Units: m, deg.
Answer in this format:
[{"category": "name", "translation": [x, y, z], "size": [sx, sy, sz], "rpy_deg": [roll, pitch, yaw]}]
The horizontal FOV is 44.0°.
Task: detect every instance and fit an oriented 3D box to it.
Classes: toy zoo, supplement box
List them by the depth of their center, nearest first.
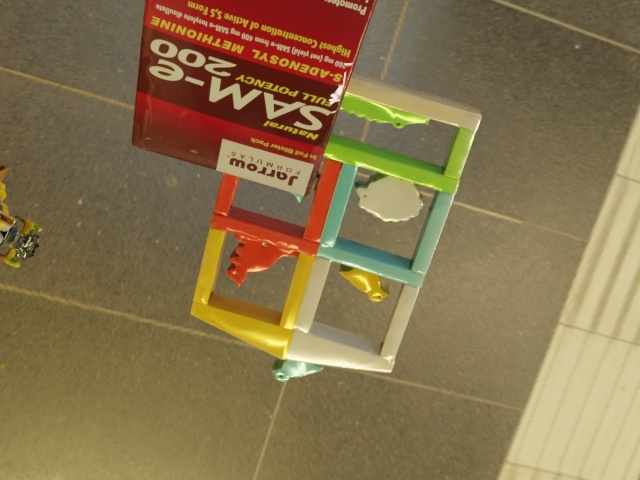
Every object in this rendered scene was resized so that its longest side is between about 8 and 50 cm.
[{"category": "supplement box", "translation": [-0.034, -0.146, 0.472], "size": [0.130, 0.073, 0.239], "rpy_deg": [16, 137, -4]}, {"category": "toy zoo", "translation": [0.000, 0.000, 0.687], "size": [0.192, 0.030, 0.293], "rpy_deg": [17, 113, 0]}]

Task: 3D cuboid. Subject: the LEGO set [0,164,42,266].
[{"category": "LEGO set", "translation": [-0.344, 0.057, 0.586], "size": [0.254, 0.192, 0.332], "rpy_deg": [16, 76, 20]}]
